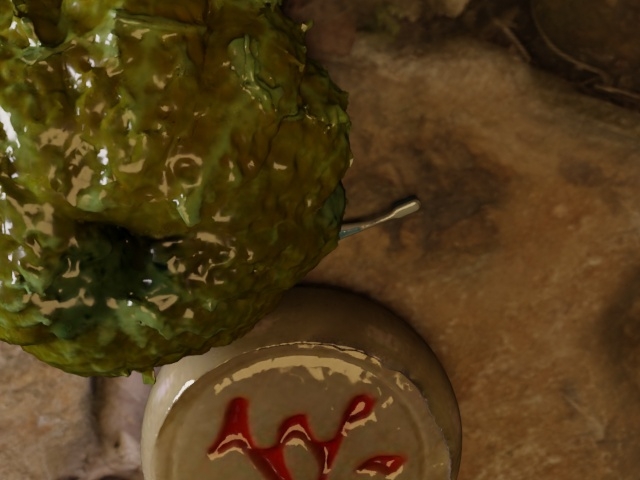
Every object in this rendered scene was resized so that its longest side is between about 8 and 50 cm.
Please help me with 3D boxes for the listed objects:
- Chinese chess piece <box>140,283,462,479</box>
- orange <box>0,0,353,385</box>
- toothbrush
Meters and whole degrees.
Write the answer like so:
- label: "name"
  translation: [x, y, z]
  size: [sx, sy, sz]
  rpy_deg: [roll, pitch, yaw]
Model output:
- label: "Chinese chess piece"
  translation: [-0.015, 0.155, 1.071]
  size: [0.250, 0.103, 0.249]
  rpy_deg: [-1, 114, -2]
- label: "orange"
  translation: [-0.122, -0.041, 0.904]
  size: [0.301, 0.223, 0.300]
  rpy_deg: [-15, 121, 4]
- label: "toothbrush"
  translation: [0.000, 0.000, 1.040]
  size: [0.162, 0.017, 0.014]
  rpy_deg: [-22, 115, 8]
